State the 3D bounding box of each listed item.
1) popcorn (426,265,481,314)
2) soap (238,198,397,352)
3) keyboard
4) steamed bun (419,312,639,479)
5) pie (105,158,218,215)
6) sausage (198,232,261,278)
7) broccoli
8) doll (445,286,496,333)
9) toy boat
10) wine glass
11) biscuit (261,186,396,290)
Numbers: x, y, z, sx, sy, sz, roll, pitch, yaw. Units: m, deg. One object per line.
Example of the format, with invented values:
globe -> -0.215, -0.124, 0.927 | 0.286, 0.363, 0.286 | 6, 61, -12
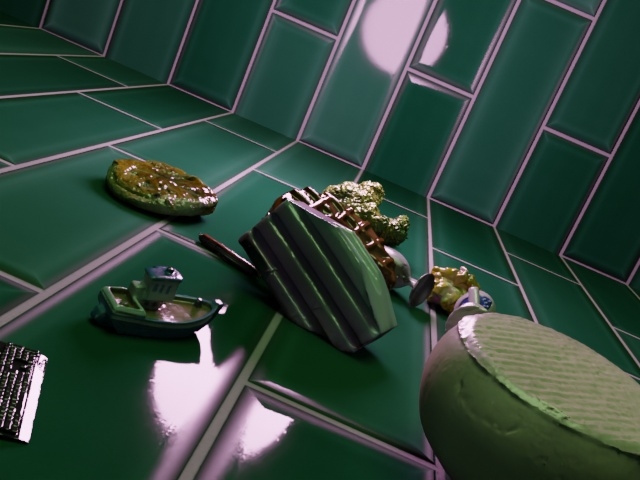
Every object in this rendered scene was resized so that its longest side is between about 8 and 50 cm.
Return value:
popcorn -> 0.342, 0.130, 1.989 | 0.145, 0.126, 0.126 | 10, -14, 12
soap -> 0.006, 0.071, 1.527 | 0.324, 0.193, 0.109 | 56, 20, 13
keyboard -> -0.373, 0.175, 0.930 | 0.074, 0.015, 0.196 | 19, 16, -18
steamed bun -> 0.311, 0.283, 1.137 | 0.374, 0.241, 0.374 | 24, 18, -9
pie -> -0.384, -0.129, 1.862 | 0.276, 0.079, 0.277 | 21, 13, -5
sausage -> -0.198, 0.032, 1.678 | 0.198, 0.025, 0.028 | 32, -15, 28
broccoli -> 0.163, -0.079, 2.304 | 0.302, 0.186, 0.254 | 9, 10, -26
doll -> 0.359, 0.184, 1.797 | 0.119, 0.138, 0.293 | -2, 8, 17
toy boat -> -0.250, 0.096, 1.229 | 0.215, 0.102, 0.088 | 12, 21, -39
wine glass -> 0.177, 0.077, 1.954 | 0.222, 0.103, 0.103 | 33, 18, 35
biscuit -> 0.009, 0.001, 1.811 | 0.366, 0.115, 0.268 | 17, 38, -38
